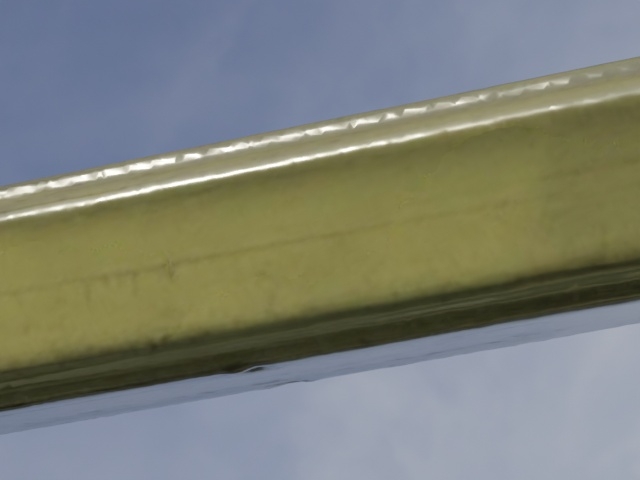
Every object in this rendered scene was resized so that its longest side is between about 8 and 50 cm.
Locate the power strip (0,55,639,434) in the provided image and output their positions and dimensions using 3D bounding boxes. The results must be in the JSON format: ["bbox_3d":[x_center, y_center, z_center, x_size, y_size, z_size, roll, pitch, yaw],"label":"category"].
[{"bbox_3d":[0.000,0.000,0.465,0.387,0.066,0.092,-10,-6,5],"label":"power strip"}]
